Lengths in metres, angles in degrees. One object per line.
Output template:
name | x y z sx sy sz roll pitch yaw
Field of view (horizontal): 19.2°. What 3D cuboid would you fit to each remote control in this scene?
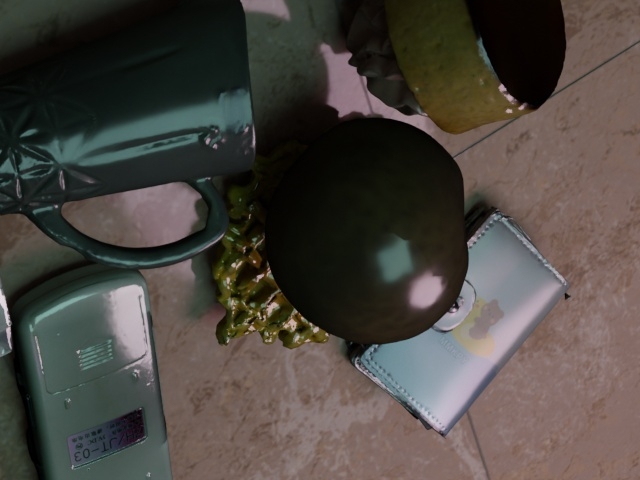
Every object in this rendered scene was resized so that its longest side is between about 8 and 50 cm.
remote control | -0.223 0.155 1.846 0.140 0.056 0.296 -22 129 -23

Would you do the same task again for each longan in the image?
longan | 0.046 -0.007 1.772 0.198 0.198 0.212 3 110 -37

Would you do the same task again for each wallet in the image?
wallet | 0.149 0.083 2.052 0.231 0.069 0.170 -48 117 -2

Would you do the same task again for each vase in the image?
vase | -0.198 -0.088 1.629 0.301 0.156 0.251 -17 93 -17

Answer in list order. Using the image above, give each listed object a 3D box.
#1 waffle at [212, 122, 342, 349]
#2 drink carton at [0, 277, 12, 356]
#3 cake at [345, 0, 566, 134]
waffle | -0.001 -0.001 1.899 0.245 0.052 0.254 -10 124 -28
drink carton | -0.429 0.076 1.594 0.315 0.130 0.107 -21 131 -22
cake | 0.114 -0.195 1.779 0.185 0.178 0.208 57 43 -31
